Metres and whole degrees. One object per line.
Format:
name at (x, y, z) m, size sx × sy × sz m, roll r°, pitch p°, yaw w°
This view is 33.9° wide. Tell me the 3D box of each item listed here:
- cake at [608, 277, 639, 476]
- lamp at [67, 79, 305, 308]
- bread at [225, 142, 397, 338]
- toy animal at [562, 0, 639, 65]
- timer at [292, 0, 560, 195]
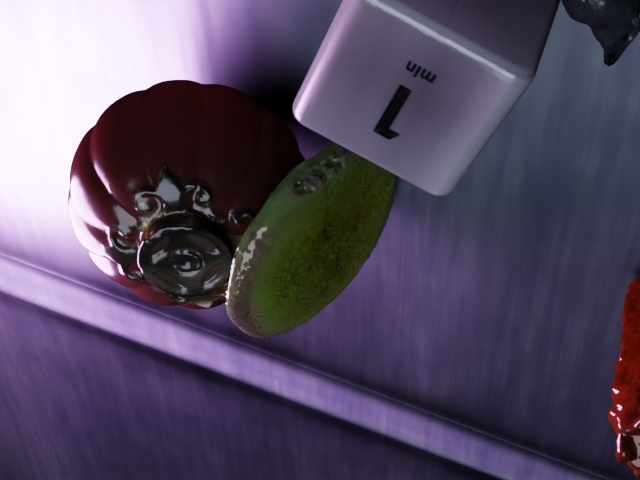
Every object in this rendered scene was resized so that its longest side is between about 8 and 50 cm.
cake at (0.537, 0.189, 1.220) m, size 0.319 × 0.270 × 0.269 m, roll 43°, pitch 136°, yaw -21°
lamp at (-0.161, -0.056, 1.308) m, size 0.303 × 0.257 × 0.303 m, roll -2°, pitch 129°, yaw -2°
bread at (-0.002, 0.005, 1.288) m, size 0.045 × 0.301 × 0.301 m, roll 37°, pitch 145°, yaw 25°
toy animal at (0.249, -0.264, 1.029) m, size 0.117 × 0.121 × 0.210 m, roll 21°, pitch 149°, yaw 36°
timer at (0.110, -0.199, 1.085) m, size 0.194 × 0.192 × 0.195 m, roll 27°, pitch 139°, yaw -2°
